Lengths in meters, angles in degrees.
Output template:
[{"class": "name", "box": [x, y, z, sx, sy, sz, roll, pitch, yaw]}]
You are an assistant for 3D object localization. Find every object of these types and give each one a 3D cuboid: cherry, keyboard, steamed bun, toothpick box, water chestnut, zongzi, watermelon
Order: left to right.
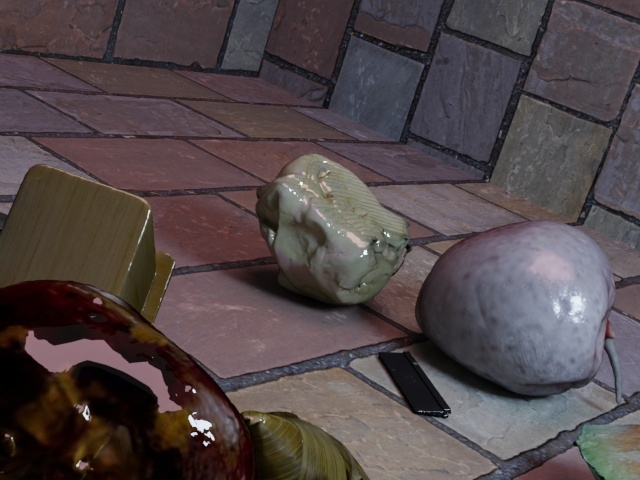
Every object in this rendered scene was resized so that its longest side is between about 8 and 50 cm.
[{"class": "water chestnut", "box": [-0.225, 0.193, 0.875, 0.335, 0.335, 0.347, 24, 3, 20]}, {"class": "toothpick box", "box": [-0.290, 0.040, 1.311, 0.190, 0.187, 0.308, 20, -17, -1]}, {"class": "zongzi", "box": [-0.058, 0.217, 1.124, 0.286, 0.134, 0.288, 32, -20, 54]}, {"class": "steamed bun", "box": [0.000, 0.000, 1.936, 0.280, 0.207, 0.268, 39, 24, 5]}, {"class": "keyboard", "box": [0.145, 0.223, 1.711, 0.060, 0.018, 0.195, 5, 20, -17]}, {"class": "cherry", "box": [0.339, 0.118, 1.829, 0.335, 0.291, 0.326, -3, 30, -6]}, {"class": "watermelon", "box": [0.495, 0.337, 1.425, 0.302, 0.151, 0.264, -6, 12, 3]}]

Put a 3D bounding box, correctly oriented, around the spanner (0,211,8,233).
[{"class": "spanner", "box": [-0.467, 0.020, 1.713, 0.325, 0.026, 0.093, 32, 21, 35]}]
